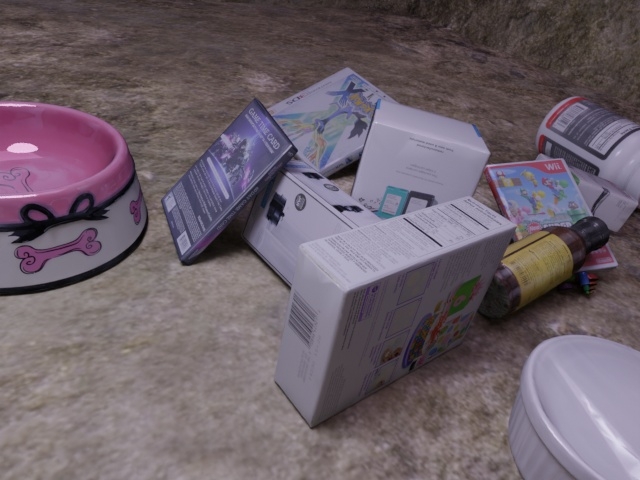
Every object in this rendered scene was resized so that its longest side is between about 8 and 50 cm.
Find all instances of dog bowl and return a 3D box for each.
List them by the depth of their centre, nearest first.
[{"bbox_3d":[-0.502,-0.099,0.848,0.407,0.151,0.408,10,34,-7],"label":"dog bowl"}]

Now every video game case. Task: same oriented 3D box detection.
[{"bbox_3d":[-0.174,-0.112,0.907,0.026,0.274,0.196,37,14,-43],"label":"video game case"},{"bbox_3d":[0.498,-0.054,1.113,0.203,0.025,0.285,-7,62,-12],"label":"video game case"},{"bbox_3d":[0.036,-0.318,1.327,0.299,0.036,0.329,-31,50,-11],"label":"video game case"}]

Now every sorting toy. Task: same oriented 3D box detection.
[{"bbox_3d":[0.518,0.092,1.023,0.101,0.061,0.042,-3,71,-11],"label":"sorting toy"}]

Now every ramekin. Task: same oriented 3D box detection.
[{"bbox_3d":[0.374,0.261,0.655,0.272,0.127,0.273,10,35,-7],"label":"ramekin"}]

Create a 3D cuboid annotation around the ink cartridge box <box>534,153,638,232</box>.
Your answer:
[{"bbox_3d":[0.659,-0.123,1.296,0.219,0.093,0.160,20,27,-8],"label":"ink cartridge box"}]

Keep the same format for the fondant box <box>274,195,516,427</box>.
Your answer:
[{"bbox_3d":[0.107,0.087,0.712,0.330,0.239,0.096,-15,42,-35],"label":"fondant box"}]

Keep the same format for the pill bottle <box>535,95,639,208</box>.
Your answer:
[{"bbox_3d":[0.835,-0.257,1.482,0.210,0.210,0.363,-8,40,-29],"label":"pill bottle"}]

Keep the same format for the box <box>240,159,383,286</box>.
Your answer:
[{"bbox_3d":[0.000,0.000,0.851,0.087,0.169,0.290,-3,36,-47],"label":"box"}]

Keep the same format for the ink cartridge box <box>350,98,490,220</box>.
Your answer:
[{"bbox_3d":[0.158,-0.089,0.939,0.197,0.270,0.198,16,28,1],"label":"ink cartridge box"}]

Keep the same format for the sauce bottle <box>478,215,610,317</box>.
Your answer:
[{"bbox_3d":[0.426,0.038,0.967,0.344,0.112,0.111,-21,46,-26],"label":"sauce bottle"}]
